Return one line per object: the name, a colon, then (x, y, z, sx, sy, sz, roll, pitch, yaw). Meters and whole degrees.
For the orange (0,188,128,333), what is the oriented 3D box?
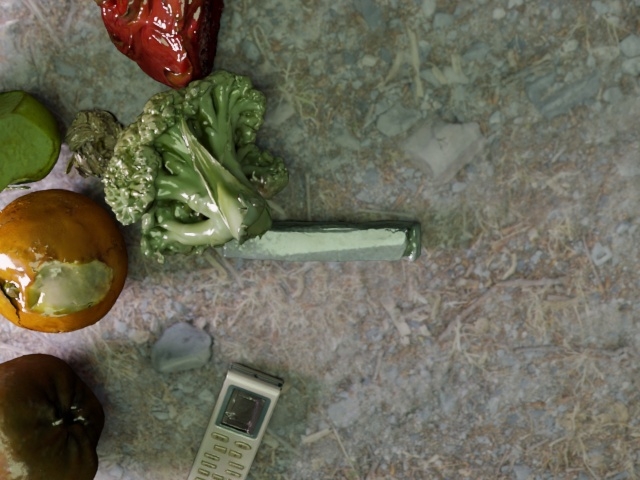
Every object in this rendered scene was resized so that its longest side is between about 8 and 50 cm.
orange: (-0.433, 0.034, 1.428, 0.240, 0.240, 0.240, 2, 109, 5)

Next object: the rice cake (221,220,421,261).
rice cake: (0.000, 0.000, 1.460, 0.336, 0.063, 0.066, 2, 112, 5)

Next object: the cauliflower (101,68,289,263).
cauliflower: (-0.170, -0.091, 1.351, 0.281, 0.260, 0.327, 37, 116, 13)

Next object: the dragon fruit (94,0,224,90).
dragon fruit: (-0.256, -0.369, 1.315, 0.205, 0.152, 0.317, 10, 110, 3)

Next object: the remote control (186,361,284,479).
remote control: (-0.161, 0.362, 1.600, 0.103, 0.055, 0.277, 21, 109, -3)

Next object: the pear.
pear: (-0.552, -0.138, 1.388, 0.238, 0.255, 0.164, 8, 123, 30)

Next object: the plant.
plant: (-0.382, -0.152, 1.451, 0.122, 0.104, 0.116, -16, 71, 38)

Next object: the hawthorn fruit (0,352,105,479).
hawthorn fruit: (-0.536, 0.344, 1.529, 0.301, 0.268, 0.268, -17, 106, 21)
